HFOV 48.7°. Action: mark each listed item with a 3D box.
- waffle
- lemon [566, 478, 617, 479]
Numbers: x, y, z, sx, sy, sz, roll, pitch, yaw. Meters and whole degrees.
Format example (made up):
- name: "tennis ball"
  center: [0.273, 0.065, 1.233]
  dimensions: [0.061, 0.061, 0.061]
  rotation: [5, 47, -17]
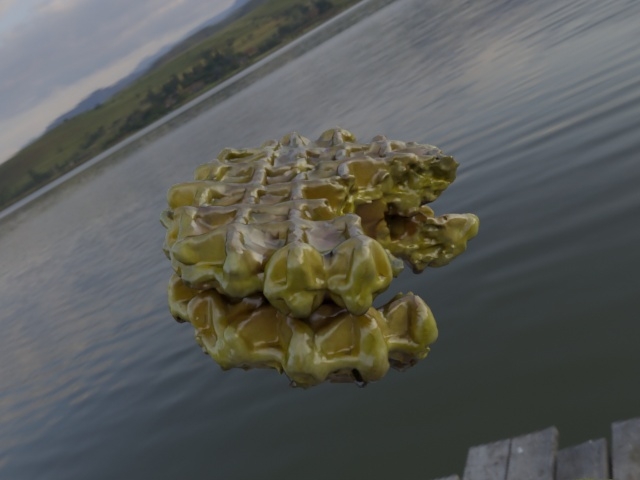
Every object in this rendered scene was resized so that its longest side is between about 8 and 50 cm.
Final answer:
- name: "waffle"
  center: [0.000, 0.000, 0.663]
  dimensions: [0.261, 0.151, 0.324]
  rotation: [6, 24, 19]
- name: "lemon"
  center: [0.128, 0.216, 0.343]
  dimensions: [0.248, 0.184, 0.184]
  rotation: [-42, 18, -22]
